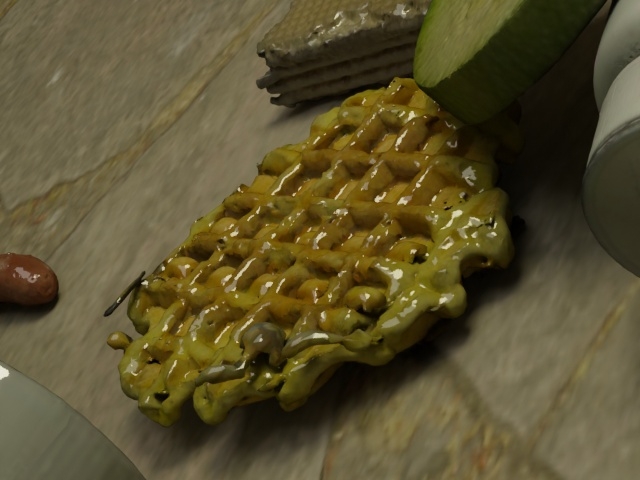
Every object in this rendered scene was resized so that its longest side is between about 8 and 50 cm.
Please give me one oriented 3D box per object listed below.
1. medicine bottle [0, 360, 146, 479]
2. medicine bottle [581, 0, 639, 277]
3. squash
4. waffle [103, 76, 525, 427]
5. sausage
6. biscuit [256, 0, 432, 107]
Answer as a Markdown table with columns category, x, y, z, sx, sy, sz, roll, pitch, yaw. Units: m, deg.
| category | x | y | z | sx | sy | sz | roll | pitch | yaw |
| --- | --- | --- | --- | --- | --- | --- | --- | --- | --- |
| medicine bottle | -0.252 | 0.241 | 0.884 | 0.211 | 0.211 | 0.371 | 2 | 48 | 47 |
| medicine bottle | 0.216 | -0.102 | 0.935 | 0.143 | 0.143 | 0.258 | -13 | 37 | 34 |
| squash | 0.132 | -0.179 | 1.024 | 0.252 | 0.049 | 0.252 | -55 | 12 | 17 |
| waffle | 0.002 | 0.003 | 1.099 | 0.281 | 0.060 | 0.262 | -26 | 29 | 16 |
| sausage | -0.263 | 0.037 | 1.333 | 0.186 | 0.043 | 0.043 | -11 | 39 | 36 |
| biscuit | 0.067 | -0.163 | 1.250 | 0.239 | 0.062 | 0.108 | -12 | 38 | 36 |
